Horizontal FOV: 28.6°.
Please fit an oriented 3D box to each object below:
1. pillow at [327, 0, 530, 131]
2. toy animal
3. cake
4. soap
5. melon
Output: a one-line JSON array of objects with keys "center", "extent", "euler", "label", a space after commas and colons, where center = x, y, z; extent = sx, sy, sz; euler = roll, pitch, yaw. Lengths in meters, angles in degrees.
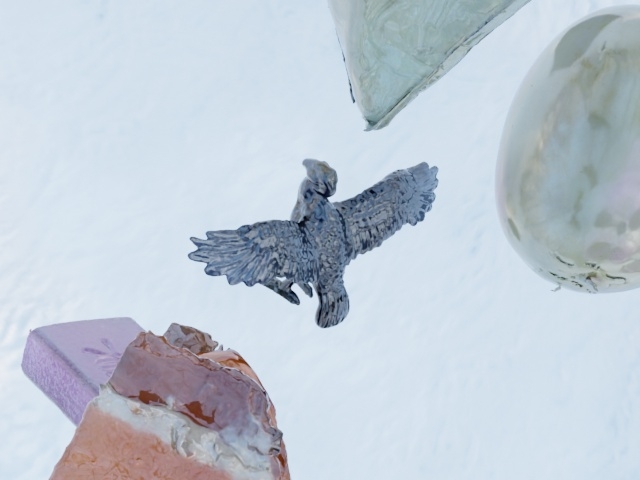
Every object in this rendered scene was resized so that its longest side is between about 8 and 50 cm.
[{"center": [0.028, -0.220, 0.551], "extent": [0.185, 0.075, 0.302], "euler": [-40, 61, 42], "label": "pillow"}, {"center": [0.000, 0.000, 0.823], "extent": [0.062, 0.220, 0.108], "euler": [38, 128, 33], "label": "toy animal"}, {"center": [-0.118, 0.187, 0.725], "extent": [0.135, 0.098, 0.287], "euler": [35, 77, -4], "label": "cake"}, {"center": [-0.265, 0.203, 1.710], "extent": [0.259, 0.181, 0.081], "euler": [35, 116, 40], "label": "soap"}, {"center": [0.295, -0.091, 1.280], "extent": [0.223, 0.223, 0.317], "euler": [14, 68, 9], "label": "melon"}]
